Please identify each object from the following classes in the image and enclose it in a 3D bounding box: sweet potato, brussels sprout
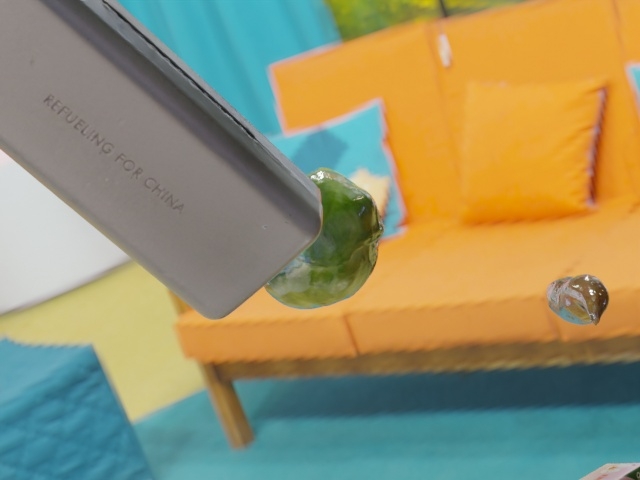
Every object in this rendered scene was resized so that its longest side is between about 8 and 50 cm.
[{"bbox_3d":[0.289,0.066,1.737,0.058,0.055,0.202,11,-2,-4],"label":"sweet potato"},{"bbox_3d":[0.002,0.003,1.548,0.117,0.155,0.155,34,46,24],"label":"brussels sprout"}]

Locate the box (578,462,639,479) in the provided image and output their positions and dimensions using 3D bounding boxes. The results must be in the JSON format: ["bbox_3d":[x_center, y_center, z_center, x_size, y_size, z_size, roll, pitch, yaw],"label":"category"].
[{"bbox_3d":[0.255,0.261,1.406,0.043,0.089,0.125,-9,6,42],"label":"box"}]

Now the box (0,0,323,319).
[{"bbox_3d":[-0.114,-0.063,0.880,0.103,0.243,0.055,-40,22,22],"label":"box"}]
